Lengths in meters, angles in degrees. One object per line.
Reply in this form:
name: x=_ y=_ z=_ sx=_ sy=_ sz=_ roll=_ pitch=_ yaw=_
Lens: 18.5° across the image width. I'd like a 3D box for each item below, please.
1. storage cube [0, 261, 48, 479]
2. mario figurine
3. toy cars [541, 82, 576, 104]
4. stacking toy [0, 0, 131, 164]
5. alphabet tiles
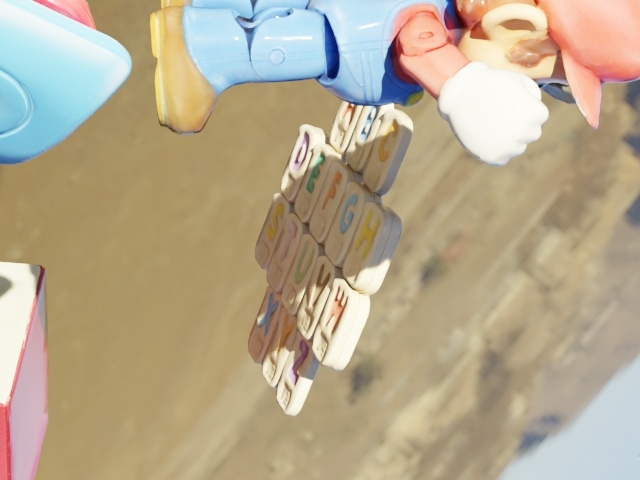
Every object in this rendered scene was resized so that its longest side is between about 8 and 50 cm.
storage cube: x=-0.348 y=0.140 z=1.746 sx=0.215 sy=0.184 sz=0.193 roll=-84 pitch=180 yaw=-50
mario figurine: x=0.058 y=-0.104 z=1.264 sx=0.170 sy=0.321 sz=0.198 roll=75 pitch=14 yaw=-58
toy cars: x=0.209 y=-0.224 z=1.543 sx=0.176 sy=0.087 sz=0.393 roll=-63 pitch=179 yaw=32
stacking toy: x=-0.216 y=-0.218 z=1.284 sx=0.175 sy=0.166 sz=0.301 roll=-30 pitch=-133 yaw=45
alphabet tiles: x=0.000 y=0.000 z=1.709 sx=0.278 sy=0.021 sz=0.284 roll=-68 pitch=-159 yaw=13
